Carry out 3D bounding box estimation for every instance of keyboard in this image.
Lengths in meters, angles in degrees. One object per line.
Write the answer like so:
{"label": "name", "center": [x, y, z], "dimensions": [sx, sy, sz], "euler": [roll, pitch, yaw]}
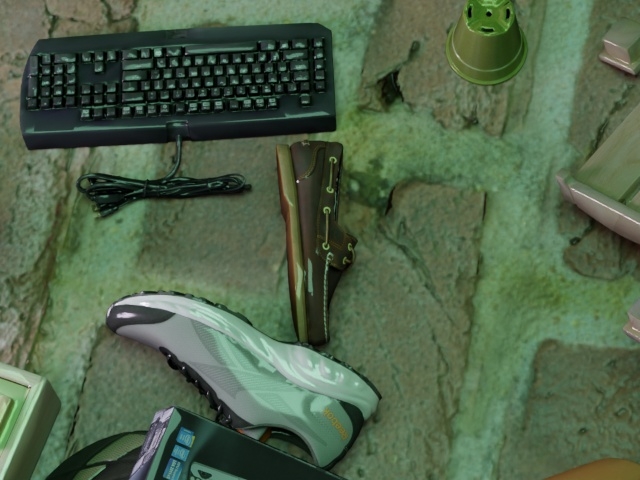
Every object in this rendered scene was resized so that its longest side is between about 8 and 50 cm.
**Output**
{"label": "keyboard", "center": [-0.143, -0.124, 1.978], "dimensions": [0.317, 0.033, 0.202], "euler": [-4, 69, 2]}

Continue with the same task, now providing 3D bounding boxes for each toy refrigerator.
{"label": "toy refrigerator", "center": [-0.342, 0.242, 1.813], "dimensions": [0.102, 0.094, 0.269], "euler": [19, 71, 10]}

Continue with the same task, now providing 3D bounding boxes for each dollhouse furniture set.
{"label": "dollhouse furniture set", "center": [0.346, -0.003, 1.896], "dimensions": [0.303, 0.174, 0.355], "euler": [-46, 50, -14]}

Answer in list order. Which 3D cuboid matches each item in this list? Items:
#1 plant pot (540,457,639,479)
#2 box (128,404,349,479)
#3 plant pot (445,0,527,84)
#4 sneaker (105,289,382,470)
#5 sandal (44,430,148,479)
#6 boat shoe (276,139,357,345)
{"label": "plant pot", "center": [0.221, 0.320, 1.676], "dimensions": [0.203, 0.291, 0.291], "euler": [-30, 70, -27]}
{"label": "box", "center": [-0.084, 0.332, 1.723], "dimensions": [0.242, 0.076, 0.307], "euler": [26, 73, -13]}
{"label": "plant pot", "center": [0.167, -0.209, 1.968], "dimensions": [0.083, 0.079, 0.083], "euler": [-1, 69, 2]}
{"label": "sneaker", "center": [-0.084, 0.127, 1.845], "dimensions": [0.271, 0.100, 0.108], "euler": [24, 78, 11]}
{"label": "sandal", "center": [-0.226, 0.306, 1.789], "dimensions": [0.120, 0.086, 0.303], "euler": [5, 61, 46]}
{"label": "boat shoe", "center": [0.000, 0.000, 1.898], "dimensions": [0.073, 0.073, 0.207], "euler": [-3, 75, -6]}
